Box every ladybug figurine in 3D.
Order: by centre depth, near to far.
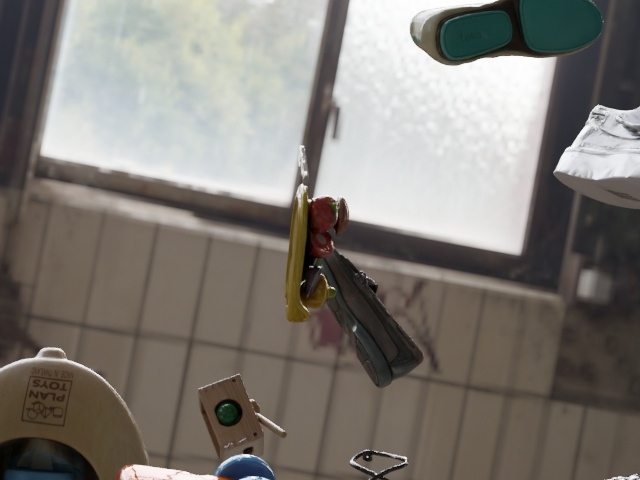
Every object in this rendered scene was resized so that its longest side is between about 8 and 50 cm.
[{"bbox_3d":[-0.360,0.364,2.061,0.305,0.449,0.162,8,-4,1],"label":"ladybug figurine"}]

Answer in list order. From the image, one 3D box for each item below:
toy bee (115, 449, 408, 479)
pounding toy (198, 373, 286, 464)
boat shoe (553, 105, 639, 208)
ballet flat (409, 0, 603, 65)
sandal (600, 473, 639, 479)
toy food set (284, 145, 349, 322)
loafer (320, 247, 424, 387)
[{"bbox_3d":[-0.066,0.314,1.666,0.298,0.162,0.195,3,9,11],"label":"toy bee"},{"bbox_3d":[-0.124,0.286,2.513,0.100,0.130,0.141,-20,-20,-11],"label":"pounding toy"},{"bbox_3d":[0.310,-0.079,1.413,0.108,0.102,0.301,25,-2,-15],"label":"boat shoe"},{"bbox_3d":[0.210,-0.247,1.841,0.248,0.086,0.086,-8,7,-30],"label":"ballet flat"},{"bbox_3d":[0.427,0.293,1.634,0.445,0.107,0.167,0,-1,-35],"label":"sandal"},{"bbox_3d":[0.000,0.000,2.037,0.071,0.218,0.128,5,16,-6],"label":"toy food set"},{"bbox_3d":[0.067,0.104,2.441,0.084,0.267,0.096,-22,-30,-12],"label":"loafer"}]
